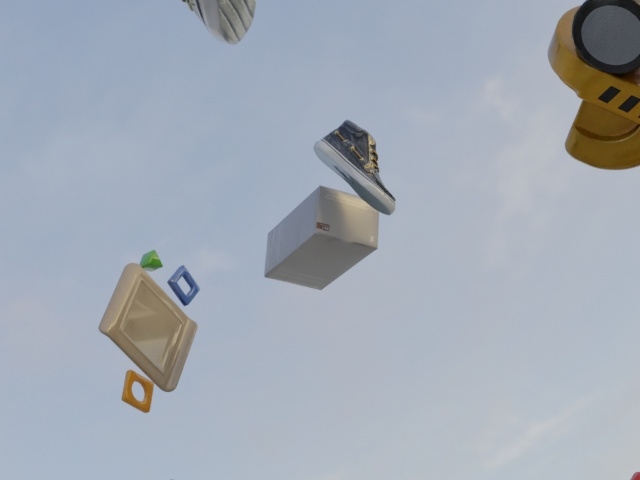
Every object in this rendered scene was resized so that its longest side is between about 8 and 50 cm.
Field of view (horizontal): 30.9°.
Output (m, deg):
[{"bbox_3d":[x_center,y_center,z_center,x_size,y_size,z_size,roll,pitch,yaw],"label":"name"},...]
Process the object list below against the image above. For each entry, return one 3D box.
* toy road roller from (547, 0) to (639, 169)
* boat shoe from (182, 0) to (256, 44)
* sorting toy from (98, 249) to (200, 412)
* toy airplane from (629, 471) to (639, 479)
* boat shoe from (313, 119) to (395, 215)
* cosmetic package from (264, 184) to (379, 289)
[{"bbox_3d":[0.424,-0.181,1.336,0.202,0.329,0.240,-50,-18,-44],"label":"toy road roller"},{"bbox_3d":[-0.170,-0.391,1.671,0.109,0.094,0.302,-60,-20,-15],"label":"boat shoe"},{"bbox_3d":[-0.328,0.167,2.165,0.047,0.347,0.196,-23,-56,32],"label":"sorting toy"},{"bbox_3d":[0.328,0.483,1.230,0.384,0.386,0.272,-37,-49,4],"label":"toy airplane"},{"bbox_3d":[0.078,-0.127,1.951,0.083,0.183,0.065,-42,-17,-12],"label":"boat shoe"},{"bbox_3d":[0.000,0.000,2.087,0.127,0.107,0.238,16,-29,-23],"label":"cosmetic package"}]
